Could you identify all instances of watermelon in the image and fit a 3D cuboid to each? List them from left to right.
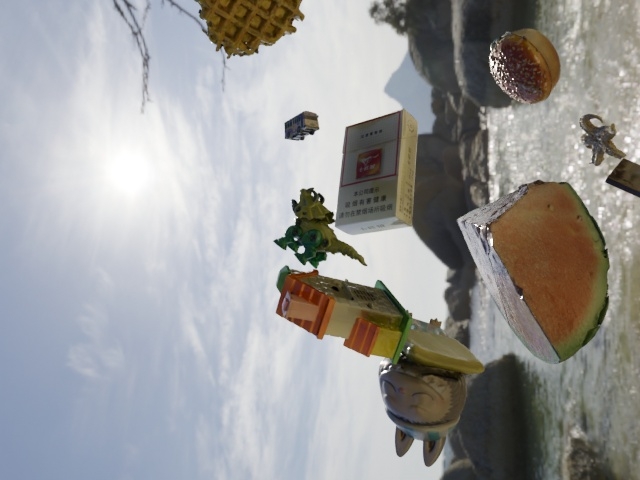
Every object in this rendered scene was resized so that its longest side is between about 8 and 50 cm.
[{"bbox_3d":[0.407,0.030,0.997,0.292,0.222,0.319,62,-175,8],"label":"watermelon"}]

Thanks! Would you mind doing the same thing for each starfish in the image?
[{"bbox_3d":[0.715,-0.255,1.423,0.053,0.150,0.209,-50,-9,0],"label":"starfish"}]

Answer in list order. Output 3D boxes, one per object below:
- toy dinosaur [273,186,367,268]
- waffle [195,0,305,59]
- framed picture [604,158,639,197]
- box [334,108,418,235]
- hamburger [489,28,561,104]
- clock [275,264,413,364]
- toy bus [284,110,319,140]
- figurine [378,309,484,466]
[{"bbox_3d":[0.000,0.000,1.273,0.153,0.259,0.094,-51,-29,14],"label":"toy dinosaur"},{"bbox_3d":[-0.212,-0.768,1.717,0.095,0.382,0.379,45,160,43],"label":"waffle"},{"bbox_3d":[1.058,-0.213,1.879,0.168,0.128,0.023,-36,-32,-36],"label":"framed picture"},{"bbox_3d":[0.161,-0.191,1.590,0.095,0.210,0.330,28,-118,-46],"label":"box"},{"bbox_3d":[0.585,-0.496,1.589,0.237,0.147,0.237,61,-178,-3],"label":"hamburger"},{"bbox_3d":[0.033,0.145,1.189,0.220,0.255,0.106,-123,48,-69],"label":"clock"},{"bbox_3d":[-0.049,-0.299,1.444,0.052,0.102,0.058,1,-99,-36],"label":"toy bus"},{"bbox_3d":[0.257,0.435,1.601,0.361,0.266,0.377,-80,10,-80],"label":"figurine"}]
